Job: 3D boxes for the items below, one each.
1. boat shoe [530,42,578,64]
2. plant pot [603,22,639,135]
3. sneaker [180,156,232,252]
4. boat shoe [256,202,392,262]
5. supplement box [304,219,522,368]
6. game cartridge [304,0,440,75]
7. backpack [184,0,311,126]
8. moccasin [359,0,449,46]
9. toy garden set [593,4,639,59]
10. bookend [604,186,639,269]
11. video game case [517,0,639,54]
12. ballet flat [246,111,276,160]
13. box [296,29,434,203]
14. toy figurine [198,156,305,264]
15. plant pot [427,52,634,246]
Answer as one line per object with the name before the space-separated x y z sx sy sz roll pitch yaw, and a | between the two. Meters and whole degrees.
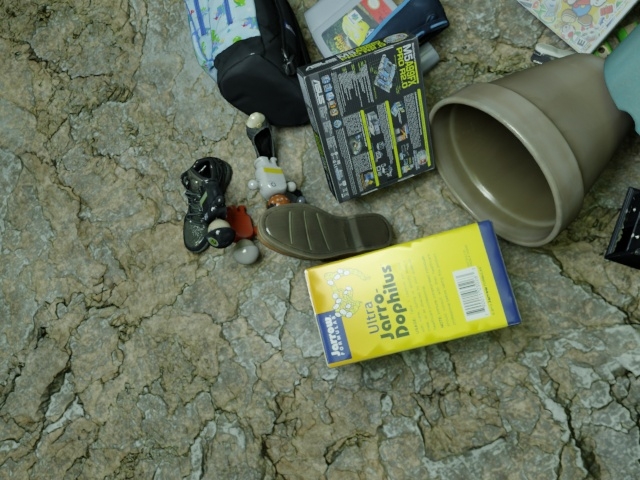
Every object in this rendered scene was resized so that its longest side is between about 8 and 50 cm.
boat shoe | 0.506 -0.375 1.056 0.125 0.038 0.046 20 47 7
plant pot | 0.642 -0.296 0.729 0.341 0.334 0.341 12 58 -20
sneaker | -0.279 -0.085 1.146 0.087 0.130 0.227 20 91 15
boat shoe | 0.000 0.000 1.006 0.104 0.307 0.111 -29 62 51
supplement box | 0.176 0.106 0.998 0.356 0.194 0.195 -16 82 10
game cartridge | 0.102 -0.452 1.140 0.196 0.060 0.294 -39 79 10
backpack | -0.152 -0.443 1.085 0.273 0.290 0.355 -11 76 25
moccasin | 0.144 -0.372 1.009 0.117 0.138 0.342 43 81 -9
toy garden set | 0.664 -0.451 1.024 0.244 0.049 0.204 -23 81 9
bookend | 0.617 -0.031 0.940 0.072 0.157 0.156 20 90 12
video game case | 0.530 -0.517 0.988 0.206 0.026 0.227 52 138 18
ballet flat | -0.122 -0.213 1.108 0.057 0.173 0.049 -30 59 -10
box | 0.094 -0.226 0.960 0.216 0.270 0.060 -22 36 -5
toy figurine | -0.134 -0.055 1.070 0.209 0.213 0.148 -21 67 6
plant pot | 0.410 -0.196 0.948 0.280 0.323 0.323 -36 78 -11
